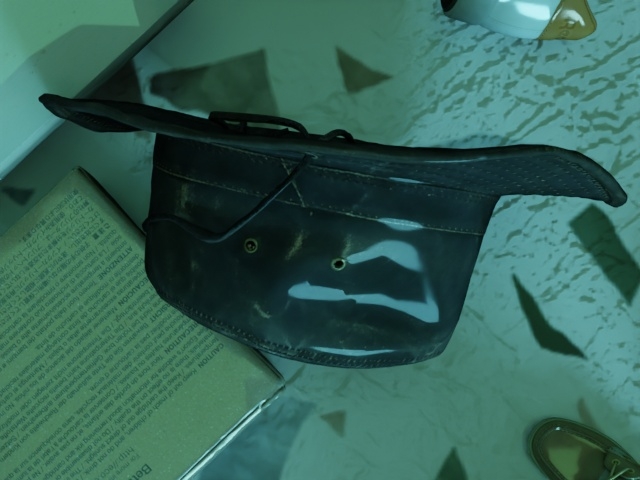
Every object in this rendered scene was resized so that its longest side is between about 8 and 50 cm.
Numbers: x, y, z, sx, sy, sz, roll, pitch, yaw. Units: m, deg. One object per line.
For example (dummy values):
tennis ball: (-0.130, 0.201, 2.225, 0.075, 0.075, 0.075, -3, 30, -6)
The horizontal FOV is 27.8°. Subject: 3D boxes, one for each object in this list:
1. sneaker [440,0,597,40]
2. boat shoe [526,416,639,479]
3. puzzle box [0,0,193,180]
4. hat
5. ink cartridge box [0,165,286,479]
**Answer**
sneaker: (0.175, -0.272, 0.861, 0.123, 0.106, 0.290, 15, 94, -10)
boat shoe: (0.198, 0.163, 0.850, 0.135, 0.045, 0.050, 33, 86, 1)
puzzle box: (-0.303, -0.117, 0.773, 0.409, 0.052, 0.272, -43, 92, -8)
hat: (0.000, 0.000, 0.737, 0.331, 0.331, 0.134, 8, 92, -1)
ink cartridge box: (-0.170, 0.102, 0.825, 0.235, 0.088, 0.193, -43, 89, -5)
